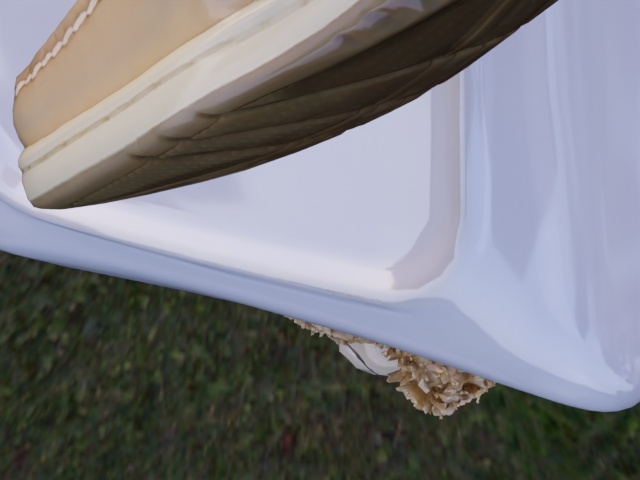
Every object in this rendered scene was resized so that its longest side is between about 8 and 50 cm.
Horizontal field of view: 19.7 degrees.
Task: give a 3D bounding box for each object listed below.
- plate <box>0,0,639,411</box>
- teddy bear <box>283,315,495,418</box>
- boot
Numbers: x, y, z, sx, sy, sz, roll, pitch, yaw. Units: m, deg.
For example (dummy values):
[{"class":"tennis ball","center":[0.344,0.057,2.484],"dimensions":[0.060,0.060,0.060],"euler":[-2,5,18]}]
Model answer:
[{"class":"plate","center":[-0.032,-0.093,0.545],"dimensions":[0.278,0.045,0.277],"euler":[13,118,33]},{"class":"teddy bear","center":[0.000,0.000,0.866],"dimensions":[0.245,0.338,0.113],"euler":[27,94,14]},{"class":"boot","center":[-0.013,-0.137,0.384],"dimensions":[0.262,0.095,0.203],"euler":[-36,79,45]}]
